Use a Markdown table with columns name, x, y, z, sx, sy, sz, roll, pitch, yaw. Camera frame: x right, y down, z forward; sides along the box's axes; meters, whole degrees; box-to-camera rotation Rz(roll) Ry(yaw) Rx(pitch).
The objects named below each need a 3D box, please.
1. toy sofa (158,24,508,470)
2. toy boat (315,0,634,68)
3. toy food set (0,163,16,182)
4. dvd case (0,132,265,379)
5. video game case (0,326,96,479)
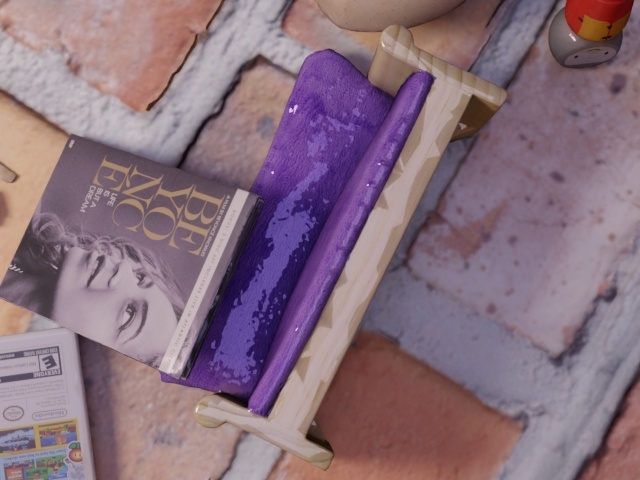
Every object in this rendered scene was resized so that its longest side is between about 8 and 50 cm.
| name | x | y | z | sx | sy | sz | roll | pitch | yaw |
| --- | --- | --- | --- | --- | --- | --- | --- | --- | --- |
| toy sofa | 0.000 | 0.000 | 0.989 | 0.177 | 0.150 | 0.362 | 26 | 84 | 0 |
| toy boat | 0.136 | -0.263 | 1.039 | 0.318 | 0.148 | 0.267 | 33 | 79 | 9 |
| toy food set | -0.337 | -0.027 | 1.047 | 0.078 | 0.019 | 0.122 | 35 | 84 | 2 |
| dvd case | -0.169 | 0.008 | 0.996 | 0.221 | 0.018 | 0.164 | 19 | 82 | 30 |
| video game case | -0.314 | 0.192 | 1.005 | 0.227 | 0.026 | 0.206 | -7 | 87 | -9 |
